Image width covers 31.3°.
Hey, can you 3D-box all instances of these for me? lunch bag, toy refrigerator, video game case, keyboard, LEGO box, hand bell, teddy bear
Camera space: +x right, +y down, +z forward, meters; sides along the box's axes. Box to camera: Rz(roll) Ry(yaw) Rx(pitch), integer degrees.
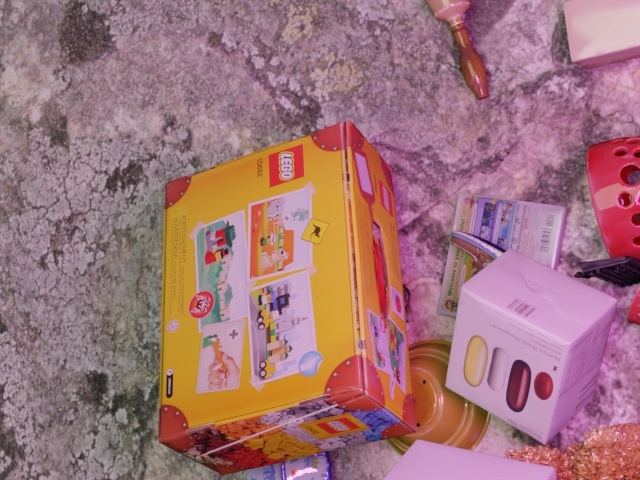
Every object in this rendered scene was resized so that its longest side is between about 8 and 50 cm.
[{"bbox_3d":[-0.051,0.447,2.025,0.151,0.096,0.129,-10,74,15],"label":"lunch bag"},{"bbox_3d":[0.532,-0.353,1.803,0.269,0.094,0.102,-11,83,30],"label":"toy refrigerator"},{"bbox_3d":[0.303,0.036,1.915,0.193,0.023,0.212,9,88,32],"label":"video game case"},{"bbox_3d":[0.444,0.051,1.733,0.108,0.180,0.023,-9,76,30],"label":"keyboard"},{"bbox_3d":[-0.063,0.096,1.912,0.372,0.193,0.500,-16,57,22],"label":"LEGO box"},{"bbox_3d":[0.241,-0.360,1.986,0.126,0.126,0.242,-21,83,27],"label":"hand bell"},{"bbox_3d":[0.358,0.389,1.710,0.338,0.113,0.245,-17,117,28],"label":"teddy bear"}]

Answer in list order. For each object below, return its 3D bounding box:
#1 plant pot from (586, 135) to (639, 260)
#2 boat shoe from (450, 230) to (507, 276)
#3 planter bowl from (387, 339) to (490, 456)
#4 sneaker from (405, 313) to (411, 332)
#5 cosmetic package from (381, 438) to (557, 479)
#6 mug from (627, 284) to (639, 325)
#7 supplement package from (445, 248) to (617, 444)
[{"bbox_3d":[0.505,-0.073,1.714,0.174,0.191,0.191,-16,74,24],"label":"plant pot"},{"bbox_3d":[0.282,0.043,1.873,0.183,0.066,0.066,30,100,31],"label":"boat shoe"},{"bbox_3d":[0.169,0.272,1.918,0.217,0.090,0.217,-5,80,31],"label":"planter bowl"},{"bbox_3d":[0.049,0.230,2.007,0.297,0.111,0.129,-39,86,20],"label":"sneaker"},{"bbox_3d":[0.227,0.540,1.677,0.230,0.161,0.453,7,117,32],"label":"cosmetic package"},{"bbox_3d":[0.551,0.112,1.683,0.169,0.150,0.113,31,101,27],"label":"mug"},{"bbox_3d":[0.320,0.161,1.759,0.194,0.149,0.203,28,131,31],"label":"supplement package"}]
